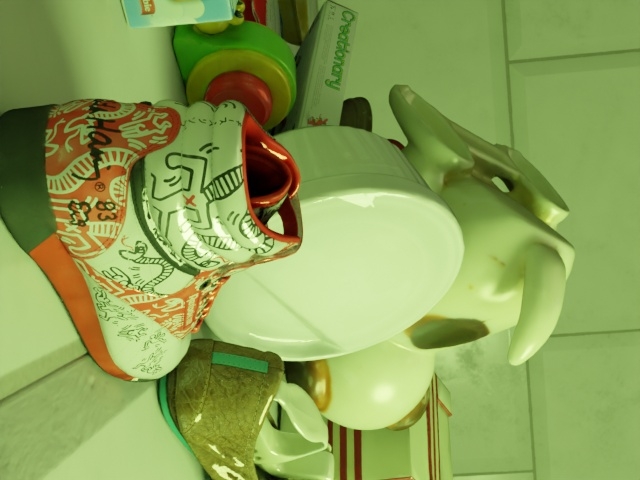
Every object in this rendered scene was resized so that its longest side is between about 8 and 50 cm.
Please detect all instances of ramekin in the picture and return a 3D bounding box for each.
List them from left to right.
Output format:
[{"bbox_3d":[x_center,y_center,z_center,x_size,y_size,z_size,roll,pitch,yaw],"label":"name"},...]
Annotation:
[{"bbox_3d":[0.000,0.000,0.831,0.273,0.273,0.127,80,-6,-50],"label":"ramekin"}]

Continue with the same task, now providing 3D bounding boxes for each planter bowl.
[{"bbox_3d":[-0.075,-0.399,1.227,0.217,0.090,0.217,-4,90,-84],"label":"planter bowl"}]

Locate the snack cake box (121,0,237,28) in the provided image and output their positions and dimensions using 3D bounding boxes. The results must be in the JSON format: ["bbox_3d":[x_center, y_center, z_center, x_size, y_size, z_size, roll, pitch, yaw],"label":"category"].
[{"bbox_3d":[-0.122,-0.318,0.612,0.152,0.089,0.264,-87,171,-53],"label":"snack cake box"}]

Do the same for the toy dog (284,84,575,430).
[{"bbox_3d":[0.132,0.078,1.054,0.408,0.285,0.395,-52,-135,25],"label":"toy dog"}]

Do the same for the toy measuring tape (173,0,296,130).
[{"bbox_3d":[-0.074,-0.126,0.870,0.330,0.121,0.121,80,7,-48],"label":"toy measuring tape"}]

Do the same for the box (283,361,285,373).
[{"bbox_3d":[-0.070,0.140,1.169,0.162,0.029,0.116,22,63,-86],"label":"box"}]

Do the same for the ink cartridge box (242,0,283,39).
[{"bbox_3d":[-0.094,-0.262,0.946,0.231,0.078,0.134,73,14,-72],"label":"ink cartridge box"}]

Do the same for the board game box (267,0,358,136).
[{"bbox_3d":[-0.028,-0.139,1.038,0.193,0.053,0.305,129,-25,-55],"label":"board game box"}]

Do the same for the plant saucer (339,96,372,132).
[{"bbox_3d":[-0.008,-0.066,1.063,0.278,0.041,0.278,-160,-90,-75],"label":"plant saucer"}]

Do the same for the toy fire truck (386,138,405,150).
[{"bbox_3d":[0.025,-0.055,1.425,0.254,0.169,0.302,4,-76,50],"label":"toy fire truck"}]

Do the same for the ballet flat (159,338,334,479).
[{"bbox_3d":[-0.052,0.200,0.763,0.342,0.124,0.116,80,7,-49],"label":"ballet flat"}]

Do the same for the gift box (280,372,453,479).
[{"bbox_3d":[0.056,0.302,1.285,0.255,0.276,0.258,59,28,-50],"label":"gift box"}]

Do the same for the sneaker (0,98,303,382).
[{"bbox_3d":[-0.078,0.015,0.493,0.270,0.145,0.090,79,8,-57],"label":"sneaker"}]
